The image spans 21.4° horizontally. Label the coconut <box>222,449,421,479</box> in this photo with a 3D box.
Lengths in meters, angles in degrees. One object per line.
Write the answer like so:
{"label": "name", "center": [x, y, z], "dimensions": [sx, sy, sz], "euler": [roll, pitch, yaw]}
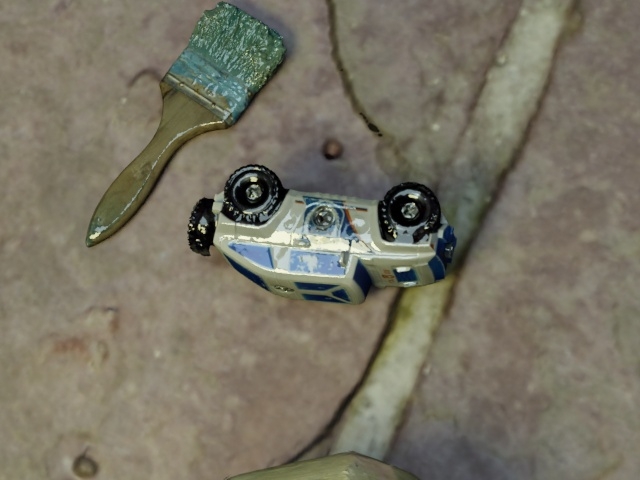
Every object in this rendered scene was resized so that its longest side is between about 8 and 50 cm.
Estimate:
{"label": "coconut", "center": [0.014, 0.207, 0.974], "dimensions": [0.182, 0.171, 0.171], "euler": [-5, 71, 11]}

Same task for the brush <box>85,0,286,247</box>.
{"label": "brush", "center": [-0.101, -0.075, 1.158], "dimensions": [0.070, 0.021, 0.196], "euler": [33, 81, 20]}

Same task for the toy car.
{"label": "toy car", "center": [0.000, 0.000, 1.084], "dimensions": [0.170, 0.080, 0.070], "euler": [6, 73, 12]}
